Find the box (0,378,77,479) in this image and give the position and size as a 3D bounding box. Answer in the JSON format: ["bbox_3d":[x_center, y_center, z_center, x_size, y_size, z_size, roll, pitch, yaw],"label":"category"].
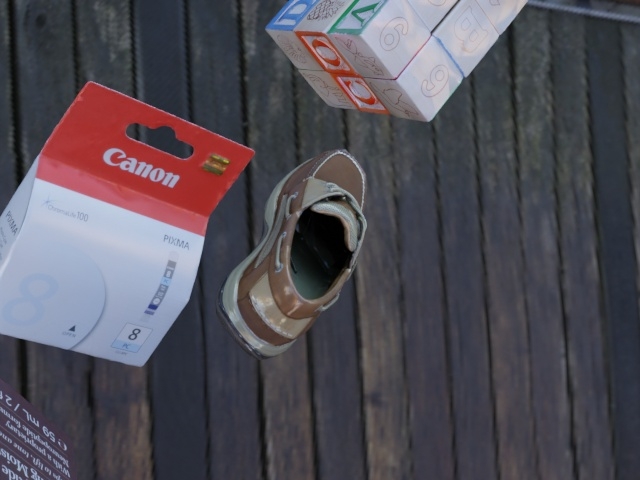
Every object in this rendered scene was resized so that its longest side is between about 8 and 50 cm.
[{"bbox_3d":[-0.264,0.199,0.736,0.167,0.203,0.168,-33,128,7],"label":"box"}]

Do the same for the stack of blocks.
[{"bbox_3d":[0.117,-0.225,0.834,0.297,0.171,0.087,-50,121,-14],"label":"stack of blocks"}]

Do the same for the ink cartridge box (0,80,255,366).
[{"bbox_3d":[-0.297,-0.007,1.665,0.308,0.091,0.385,21,114,-40],"label":"ink cartridge box"}]

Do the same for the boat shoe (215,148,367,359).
[{"bbox_3d":[0.000,0.000,1.269,0.122,0.120,0.324,43,39,-16],"label":"boat shoe"}]
